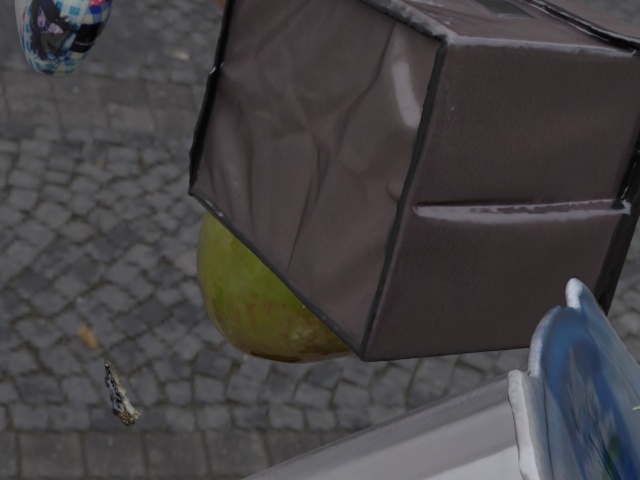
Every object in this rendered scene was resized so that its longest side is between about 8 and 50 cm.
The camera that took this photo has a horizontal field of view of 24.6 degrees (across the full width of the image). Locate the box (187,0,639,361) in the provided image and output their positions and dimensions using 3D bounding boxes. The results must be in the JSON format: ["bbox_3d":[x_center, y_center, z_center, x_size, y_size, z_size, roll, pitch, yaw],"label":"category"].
[{"bbox_3d":[0.048,-0.063,0.823,0.153,0.188,0.252,0,26,-29],"label":"box"}]

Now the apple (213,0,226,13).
[{"bbox_3d":[0.066,-0.307,1.298,0.364,0.364,0.364,11,37,-8],"label":"apple"}]

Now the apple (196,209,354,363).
[{"bbox_3d":[0.000,0.000,1.413,0.261,0.194,0.261,-9,24,4],"label":"apple"}]

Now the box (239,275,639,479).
[{"bbox_3d":[0.058,0.189,0.604,0.206,0.291,0.262,-19,8,22],"label":"box"}]

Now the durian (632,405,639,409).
[{"bbox_3d":[0.285,0.017,0.476,0.352,0.158,0.169,15,17,6],"label":"durian"}]

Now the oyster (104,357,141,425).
[{"bbox_3d":[-0.205,0.156,1.484,0.019,0.054,0.083,-30,49,-1],"label":"oyster"}]

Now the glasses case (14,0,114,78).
[{"bbox_3d":[-0.227,-0.281,1.314,0.076,0.125,0.327,17,43,-28],"label":"glasses case"}]
